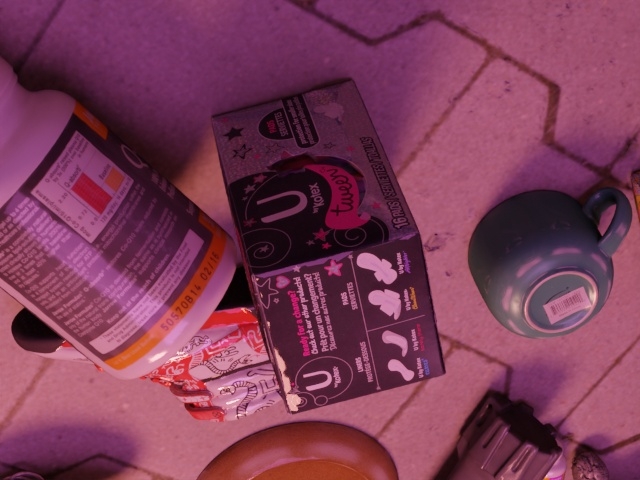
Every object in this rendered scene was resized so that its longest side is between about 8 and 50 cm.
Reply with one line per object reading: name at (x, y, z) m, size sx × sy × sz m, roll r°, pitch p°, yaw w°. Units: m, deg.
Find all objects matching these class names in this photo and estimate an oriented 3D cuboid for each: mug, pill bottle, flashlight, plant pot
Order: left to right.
pill bottle at (-0.217, -0.024, 1.308) m, size 0.162 × 0.162 × 0.278 m, roll -42°, pitch 111°, yaw 16°
plant pot at (-0.026, 0.294, 1.691) m, size 0.236 × 0.032 × 0.236 m, roll -7°, pitch 127°, yaw -10°
flashlight at (0.156, 0.315, 1.710) m, size 0.103 × 0.103 × 0.304 m, roll 19°, pitch 119°, yaw -25°
pill bottle at (0.246, 0.257, 1.729) m, size 0.043 × 0.043 × 0.083 m, roll -6°, pitch 126°, yaw -11°
mug at (0.222, 0.021, 1.516) m, size 0.129 × 0.097 × 0.157 m, roll 9°, pitch 122°, yaw -21°

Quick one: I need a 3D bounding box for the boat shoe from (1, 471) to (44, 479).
boat shoe at (-0.303, 0.285, 1.581) m, size 0.255 × 0.079 × 0.095 m, roll -10°, pitch 129°, yaw -5°

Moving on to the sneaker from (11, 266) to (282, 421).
sneaker at (-0.149, 0.114, 1.490) m, size 0.270 × 0.090 × 0.145 m, roll -9°, pitch 124°, yaw -12°

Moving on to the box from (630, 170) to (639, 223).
box at (0.482, 0.030, 1.472) m, size 0.279 × 0.290 × 0.177 m, roll -20°, pitch 128°, yaw 1°

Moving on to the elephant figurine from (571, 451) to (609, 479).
elephant figurine at (0.342, 0.384, 1.752) m, size 0.186 × 0.169 × 0.239 m, roll 14°, pitch 135°, yaw 10°

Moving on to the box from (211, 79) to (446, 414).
box at (0.000, 0.000, 1.348) m, size 0.142 × 0.247 × 0.163 m, roll -16°, pitch 127°, yaw -3°
